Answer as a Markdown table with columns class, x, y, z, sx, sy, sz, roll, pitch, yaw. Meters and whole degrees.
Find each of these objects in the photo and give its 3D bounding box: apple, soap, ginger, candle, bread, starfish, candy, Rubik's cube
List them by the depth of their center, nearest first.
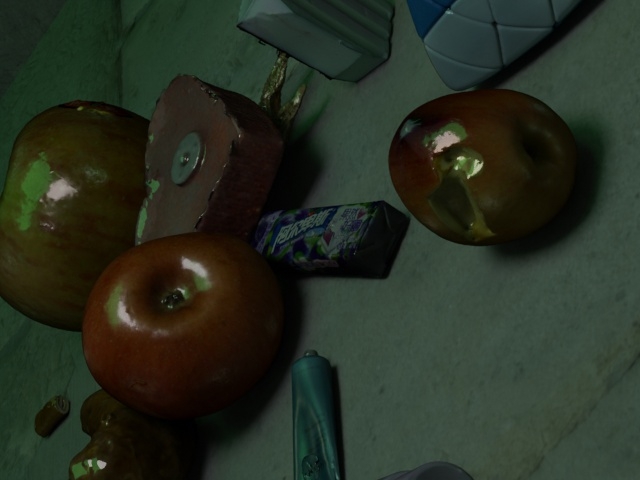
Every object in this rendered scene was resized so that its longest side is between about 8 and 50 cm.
| class | x | y | z | sx | sy | sz | roll | pitch | yaw |
| --- | --- | --- | --- | --- | --- | --- | --- | --- | --- |
| apple | 0.177 | -0.079 | 1.376 | 0.199 | 0.199 | 0.199 | -42 | 33 | 35 |
| Rubik's cube | 0.197 | -0.307 | 1.593 | 0.254 | 0.254 | 0.254 | -42 | 33 | 35 |
| apple | -0.183 | 0.109 | 1.733 | 0.206 | 0.272 | 0.251 | 85 | 180 | -50 |
| candy | 0.000 | 0.000 | 1.733 | 0.312 | 0.061 | 0.088 | -3 | 60 | 60 |
| ginger | -0.260 | 0.294 | 1.822 | 0.321 | 0.172 | 0.165 | -117 | 33 | -77 |
| soap | -0.011 | -0.326 | 1.867 | 0.091 | 0.230 | 0.145 | -35 | 37 | 43 |
| candle | -0.151 | -0.105 | 1.915 | 0.287 | 0.131 | 0.317 | -32 | 53 | 50 |
| starfish | -0.100 | -0.158 | 2.052 | 0.302 | 0.060 | 0.299 | -54 | 30 | 30 |
| apple | -0.372 | -0.034 | 2.159 | 0.400 | 0.333 | 0.400 | -163 | 90 | -80 |
| bread | -0.484 | 0.314 | 2.329 | 0.083 | 0.036 | 0.047 | -47 | 33 | 32 |

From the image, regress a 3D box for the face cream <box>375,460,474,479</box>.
| class | x | y | z | sx | sy | sz | roll | pitch | yaw |
| --- | --- | --- | --- | --- | --- | --- | --- | --- | --- |
| face cream | 0.066 | 0.299 | 1.323 | 0.274 | 0.096 | 0.154 | 135 | 148 | -56 |

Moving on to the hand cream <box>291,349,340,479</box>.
| class | x | y | z | sx | sy | sz | roll | pitch | yaw |
| --- | --- | --- | --- | --- | --- | --- | --- | --- | --- |
| hand cream | -0.008 | 0.229 | 1.562 | 0.083 | 0.048 | 0.224 | -39 | 40 | 34 |
